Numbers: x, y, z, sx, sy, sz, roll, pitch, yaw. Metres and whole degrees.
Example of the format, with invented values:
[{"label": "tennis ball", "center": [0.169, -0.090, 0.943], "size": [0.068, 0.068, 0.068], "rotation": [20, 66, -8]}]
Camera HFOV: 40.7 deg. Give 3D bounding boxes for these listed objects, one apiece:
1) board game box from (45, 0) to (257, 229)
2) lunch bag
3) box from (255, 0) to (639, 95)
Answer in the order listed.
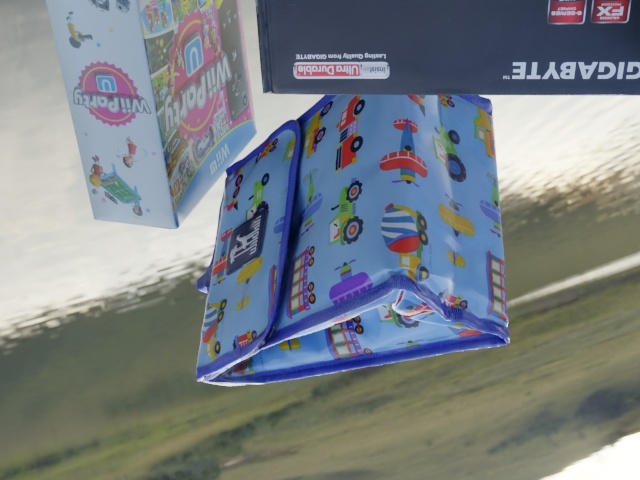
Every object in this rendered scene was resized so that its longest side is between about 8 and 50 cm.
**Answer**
[{"label": "board game box", "center": [-0.155, -0.199, 0.826], "size": [0.097, 0.303, 0.224], "rotation": [6, -147, 16]}, {"label": "lunch bag", "center": [0.000, 0.000, 0.747], "size": [0.293, 0.221, 0.138], "rotation": [-23, 143, 39]}, {"label": "box", "center": [0.075, -0.162, 0.436], "size": [0.220, 0.175, 0.051], "rotation": [2, -148, 7]}]
